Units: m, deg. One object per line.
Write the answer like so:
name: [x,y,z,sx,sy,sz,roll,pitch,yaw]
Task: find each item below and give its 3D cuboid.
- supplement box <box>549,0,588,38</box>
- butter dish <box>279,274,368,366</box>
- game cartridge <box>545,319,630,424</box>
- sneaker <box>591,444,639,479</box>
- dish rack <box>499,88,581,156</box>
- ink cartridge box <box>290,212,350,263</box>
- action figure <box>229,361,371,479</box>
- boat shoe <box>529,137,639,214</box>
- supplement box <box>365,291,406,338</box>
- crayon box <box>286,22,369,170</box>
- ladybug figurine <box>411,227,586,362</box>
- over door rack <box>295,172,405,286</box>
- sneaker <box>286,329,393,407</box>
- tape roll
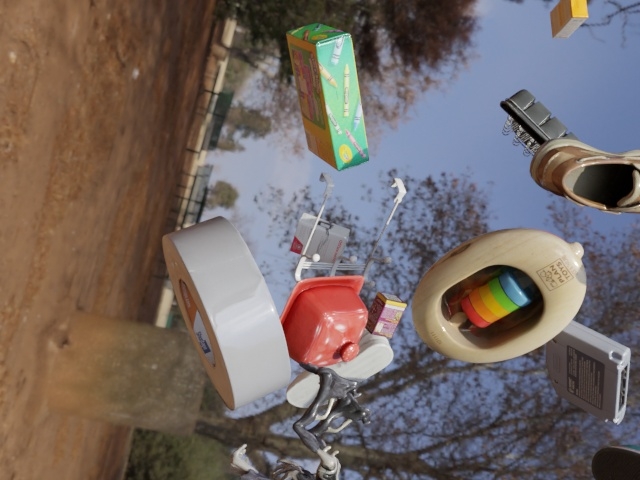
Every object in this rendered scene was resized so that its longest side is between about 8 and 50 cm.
supplement box: [0.523,-0.476,1.461,0.098,0.036,0.062,124,-36,-79]
butter dish: [0.016,0.147,1.110,0.118,0.160,0.160,44,-61,36]
game cartridge: [0.650,0.315,1.697,0.198,0.062,0.297,34,-27,41]
sneaker: [0.651,0.430,1.205,0.295,0.178,0.124,13,-86,46]
dish rack: [0.519,-0.241,1.664,0.074,0.208,0.271,-40,166,0]
ink cartridge box: [0.000,0.000,2.030,0.063,0.150,0.109,-64,174,-60]
action figure: [-0.031,0.313,0.926,0.276,0.141,0.164,-68,151,-22]
boat shoe: [0.525,-0.092,1.195,0.116,0.324,0.123,-107,-155,-63]
supplement box: [0.135,0.156,1.452,0.043,0.055,0.083,44,-66,56]
crayon box: [0.015,-0.306,1.477,0.165,0.081,0.278,-136,-150,-56]
ladybug figurine: [0.424,0.118,1.644,0.449,0.305,0.162,-32,-172,33]
over door rack: [0.082,-0.010,1.846,0.108,0.239,0.324,54,-45,52]
sneaker: [0.040,0.299,1.757,0.292,0.108,0.169,-30,-151,10]
tape roll: [-0.114,0.084,0.816,0.219,0.072,0.219,53,-25,39]
